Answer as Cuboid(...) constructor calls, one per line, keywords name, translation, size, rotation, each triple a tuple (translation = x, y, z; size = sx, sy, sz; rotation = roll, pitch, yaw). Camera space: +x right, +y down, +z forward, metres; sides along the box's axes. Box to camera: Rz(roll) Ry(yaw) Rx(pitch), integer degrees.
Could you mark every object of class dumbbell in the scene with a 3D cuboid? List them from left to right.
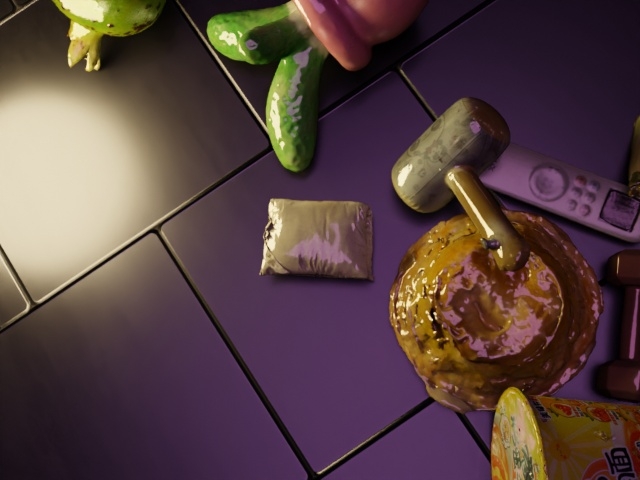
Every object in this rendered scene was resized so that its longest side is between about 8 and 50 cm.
Cuboid(name="dumbbell", translation=(0.476, 0.130, 1.216), size=(0.092, 0.082, 0.231), rotation=(13, 79, -27))

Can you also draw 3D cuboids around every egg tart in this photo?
Cuboid(name="egg tart", translation=(0.272, 0.100, 1.228), size=(0.341, 0.129, 0.341), rotation=(-1, 80, 4))

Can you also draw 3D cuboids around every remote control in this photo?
Cuboid(name="remote control", translation=(0.386, -0.083, 1.294), size=(0.309, 0.038, 0.090), rotation=(23, 83, 9))

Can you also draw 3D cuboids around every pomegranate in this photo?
Cuboid(name="pomegranate", translation=(-0.377, -0.421, 1.365), size=(0.211, 0.211, 0.263), rotation=(34, 107, 11))

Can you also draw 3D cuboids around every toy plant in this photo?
Cuboid(name="toy plant", translation=(0.004, -0.335, 1.303), size=(0.356, 0.210, 0.317), rotation=(-35, 79, 12))

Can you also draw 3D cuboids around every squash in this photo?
Cuboid(name="squash", translation=(0.526, -0.127, 1.271), size=(0.090, 0.075, 0.200), rotation=(37, 62, -7))

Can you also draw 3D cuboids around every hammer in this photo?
Cuboid(name="hammer", translation=(0.228, -0.065, 1.194), size=(0.202, 0.113, 0.305), rotation=(-47, 41, 27))

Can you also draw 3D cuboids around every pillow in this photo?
Cuboid(name="pillow", translation=(0.000, 0.000, 1.299), size=(0.181, 0.078, 0.134), rotation=(4, 79, 6))

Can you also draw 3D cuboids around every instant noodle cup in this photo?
Cuboid(name="instant noodle cup", translation=(0.368, 0.335, 1.115), size=(0.200, 0.264, 0.264), rotation=(0, 79, -2))
